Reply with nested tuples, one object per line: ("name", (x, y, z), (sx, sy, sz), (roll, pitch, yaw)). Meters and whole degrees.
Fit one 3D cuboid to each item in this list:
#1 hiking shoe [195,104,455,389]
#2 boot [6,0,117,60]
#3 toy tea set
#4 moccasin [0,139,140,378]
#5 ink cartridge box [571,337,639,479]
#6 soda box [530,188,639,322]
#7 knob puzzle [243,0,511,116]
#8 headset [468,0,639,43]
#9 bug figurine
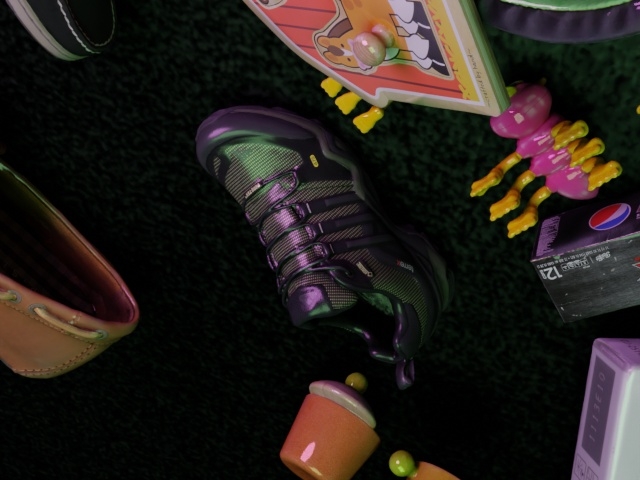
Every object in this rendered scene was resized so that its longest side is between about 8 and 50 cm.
("hiking shoe", (0.000, 0.000, 0.654), (0.227, 0.114, 0.086), (39, 128, -11))
("boot", (-0.112, -0.218, 0.553), (0.178, 0.085, 0.237), (2, 125, 16))
("toy tea set", (0.128, 0.221, 0.799), (0.336, 0.124, 0.200), (42, 157, -17))
("moccasin", (-0.290, -0.042, 0.713), (0.147, 0.139, 0.380), (-25, 114, 32))
("ink cartridge box", (0.298, 0.207, 0.678), (0.238, 0.060, 0.275), (2, 106, -10))
("soda box", (0.227, -0.002, 0.609), (0.168, 0.053, 0.060), (-18, 118, 31))
("knob puzzle", (-0.007, -0.142, 0.498), (0.213, 0.030, 0.213), (37, 159, 17))
("headset", (0.047, -0.260, 0.370), (0.243, 0.185, 0.394), (-26, 94, 54))
("bug figurine", (0.141, -0.123, 0.536), (0.279, 0.072, 0.216), (-29, 105, 40))
